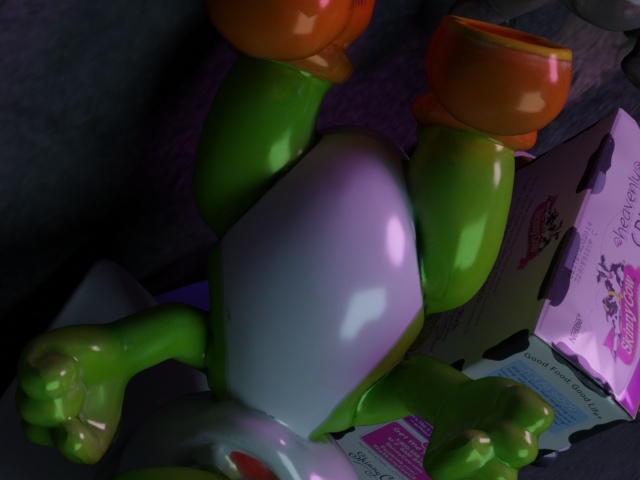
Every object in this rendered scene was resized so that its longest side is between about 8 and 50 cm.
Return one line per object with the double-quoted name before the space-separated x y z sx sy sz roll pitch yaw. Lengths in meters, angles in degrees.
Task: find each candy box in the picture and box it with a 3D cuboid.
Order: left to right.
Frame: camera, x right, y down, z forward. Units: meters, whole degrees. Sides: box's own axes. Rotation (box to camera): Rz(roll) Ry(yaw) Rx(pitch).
"candy box" 0.080 0.049 0.971 0.233 0.071 0.159 -33 -156 48

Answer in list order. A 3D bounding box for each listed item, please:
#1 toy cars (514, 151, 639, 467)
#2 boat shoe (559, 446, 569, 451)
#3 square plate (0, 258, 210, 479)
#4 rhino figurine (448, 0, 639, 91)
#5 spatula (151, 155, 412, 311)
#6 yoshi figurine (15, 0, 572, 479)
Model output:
"toy cars" 0.136 0.040 1.198 0.176 0.087 0.393 -4 150 4
"boat shoe" 0.152 0.140 1.422 0.142 0.049 0.040 -2 112 -55
"square plate" -0.121 0.228 0.994 0.347 0.049 0.344 -58 148 -13
"rhino figurine" 0.183 -0.133 0.963 0.243 0.073 0.106 3 137 -18
"spatula" 0.000 0.000 1.025 0.296 0.030 0.084 -33 151 -21
"yoshi figurine" -0.022 0.064 0.823 0.203 0.203 0.362 7 108 -41
